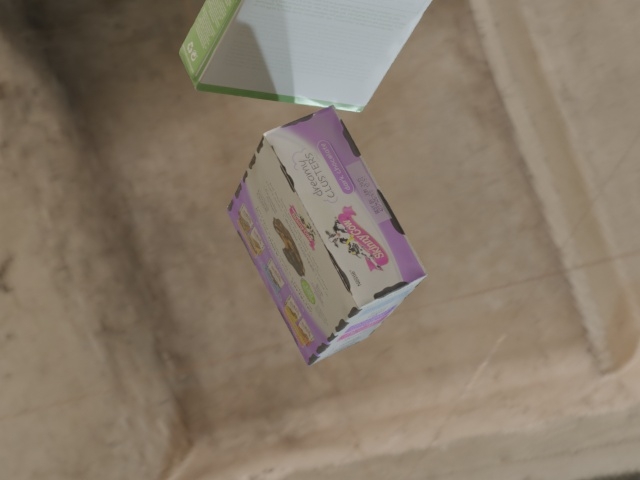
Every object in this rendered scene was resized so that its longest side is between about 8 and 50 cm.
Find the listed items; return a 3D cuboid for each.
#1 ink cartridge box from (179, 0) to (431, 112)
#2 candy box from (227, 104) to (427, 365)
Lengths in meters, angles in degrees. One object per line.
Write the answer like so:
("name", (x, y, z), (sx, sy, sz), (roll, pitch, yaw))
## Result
("ink cartridge box", (0.010, -0.210, 1.376), (0.235, 0.171, 0.056), (-57, -138, 36))
("candy box", (0.000, 0.000, 1.436), (0.164, 0.070, 0.196), (62, -19, 10))
